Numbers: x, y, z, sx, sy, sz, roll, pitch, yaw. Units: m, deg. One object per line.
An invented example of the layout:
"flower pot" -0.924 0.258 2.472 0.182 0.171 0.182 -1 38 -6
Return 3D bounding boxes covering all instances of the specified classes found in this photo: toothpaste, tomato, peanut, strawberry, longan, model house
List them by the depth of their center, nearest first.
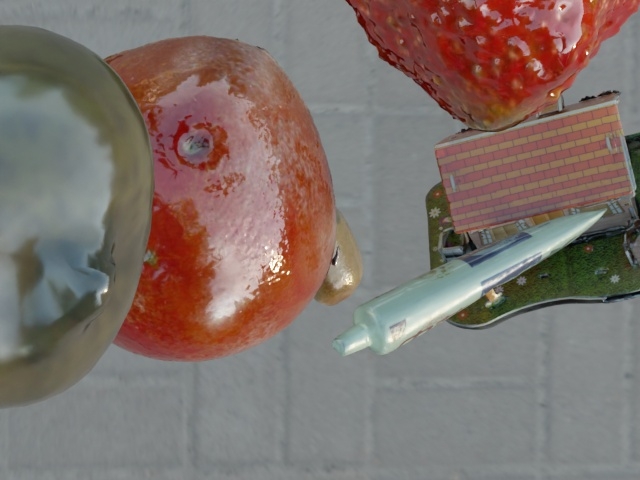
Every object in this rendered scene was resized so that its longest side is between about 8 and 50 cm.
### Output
"longan" -0.089 -0.005 0.415 0.092 0.113 0.113 10 90 -49
"strawberry" 0.102 -0.203 0.909 0.257 0.257 0.277 -5 81 -9
"toothpaste" 0.105 0.027 1.069 0.233 0.060 0.038 -26 87 -26
"tomato" -0.142 -0.015 1.443 0.338 0.143 0.338 1 114 2
"model house" 0.228 -0.049 1.560 0.294 0.154 0.207 -14 51 18
"peanut" 0.000 0.000 1.680 0.076 0.076 0.152 -21 107 -8
